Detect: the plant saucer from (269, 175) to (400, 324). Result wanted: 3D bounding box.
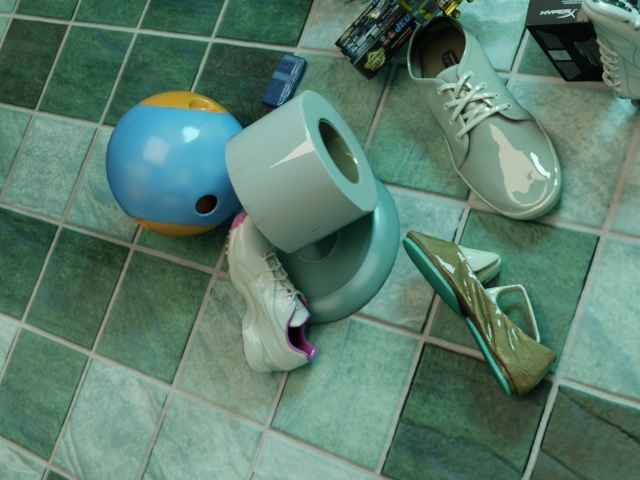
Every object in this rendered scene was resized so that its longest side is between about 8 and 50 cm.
[{"bbox_3d":[0.000,0.000,1.791,0.317,0.043,0.318,-12,68,30],"label":"plant saucer"}]

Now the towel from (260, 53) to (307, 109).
[{"bbox_3d":[-0.078,-0.331,1.964,0.067,0.029,0.120,24,87,37],"label":"towel"}]

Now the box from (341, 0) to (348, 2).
[{"bbox_3d":[0.103,-0.581,1.886,0.203,0.114,0.103,-17,65,25],"label":"box"}]

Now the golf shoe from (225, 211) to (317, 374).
[{"bbox_3d":[-0.084,0.093,1.723,0.140,0.115,0.306,-5,102,29],"label":"golf shoe"}]

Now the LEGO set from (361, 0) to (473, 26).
[{"bbox_3d":[0.134,-0.542,1.653,0.255,0.192,0.331,-40,52,15],"label":"LEGO set"}]

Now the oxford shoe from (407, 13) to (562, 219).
[{"bbox_3d":[0.270,-0.225,1.647,0.169,0.130,0.449,-33,60,17],"label":"oxford shoe"}]

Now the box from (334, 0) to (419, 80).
[{"bbox_3d":[0.133,-0.422,1.802,0.220,0.051,0.175,-46,25,10],"label":"box"}]

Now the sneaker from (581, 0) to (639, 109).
[{"bbox_3d":[0.477,-0.280,1.440,0.118,0.292,0.110,-44,44,22],"label":"sneaker"}]

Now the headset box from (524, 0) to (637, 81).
[{"bbox_3d":[0.445,-0.441,1.555,0.110,0.218,0.293,5,76,33],"label":"headset box"}]

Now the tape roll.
[{"bbox_3d":[-0.032,-0.121,1.677,0.169,0.246,0.246,-28,61,21],"label":"tape roll"}]

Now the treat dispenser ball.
[{"bbox_3d":[-0.280,-0.151,1.869,0.288,0.288,0.288,-11,68,29],"label":"treat dispenser ball"}]

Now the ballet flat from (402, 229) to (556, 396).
[{"bbox_3d":[0.271,0.095,1.554,0.124,0.116,0.342,-31,58,-4],"label":"ballet flat"}]
